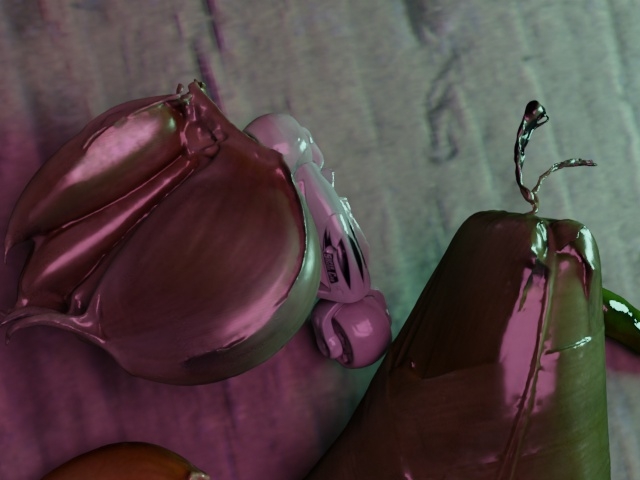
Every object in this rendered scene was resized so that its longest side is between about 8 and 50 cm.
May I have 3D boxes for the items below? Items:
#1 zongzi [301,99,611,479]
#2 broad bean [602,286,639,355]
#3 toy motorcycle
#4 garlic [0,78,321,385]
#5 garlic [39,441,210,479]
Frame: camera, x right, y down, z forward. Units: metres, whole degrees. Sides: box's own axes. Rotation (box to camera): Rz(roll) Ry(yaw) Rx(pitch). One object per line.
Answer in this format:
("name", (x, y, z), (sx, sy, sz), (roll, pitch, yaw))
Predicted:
("zongzi", (0.086, 0.107, 1.203), (0.418, 0.181, 0.447), (-4, 98, -16))
("broad bean", (0.358, 0.094, 1.428), (0.226, 0.039, 0.069), (12, 85, -22))
("toy motorcycle", (0.000, 0.000, 1.254), (0.112, 0.112, 0.254), (-26, 95, -23))
("garlic", (-0.129, 0.005, 1.146), (0.237, 0.210, 0.292), (40, 74, -21))
("garlic", (-0.191, 0.252, 1.145), (0.206, 0.128, 0.115), (-25, 134, -17))
